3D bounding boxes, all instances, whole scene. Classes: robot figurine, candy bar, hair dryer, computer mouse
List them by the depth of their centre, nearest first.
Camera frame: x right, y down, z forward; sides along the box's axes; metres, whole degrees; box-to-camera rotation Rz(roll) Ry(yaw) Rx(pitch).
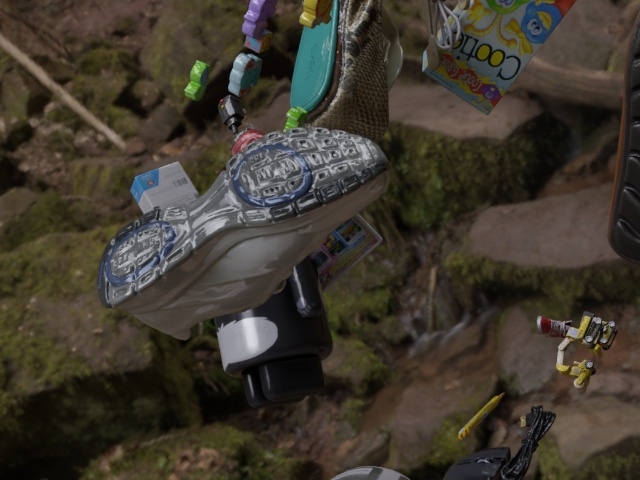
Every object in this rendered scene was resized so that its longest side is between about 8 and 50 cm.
[{"bbox_3d":[-0.074,0.107,1.240,0.209,0.278,0.173,-19,-19,17],"label":"robot figurine"},{"bbox_3d":[-0.042,-0.142,1.336,0.293,0.223,0.080,-106,34,-41],"label":"hair dryer"},{"bbox_3d":[0.285,0.357,1.364,0.184,0.060,0.262,-45,-6,-36],"label":"computer mouse"},{"bbox_3d":[0.329,0.358,1.667,0.161,0.018,0.040,-29,-20,-45],"label":"candy bar"}]

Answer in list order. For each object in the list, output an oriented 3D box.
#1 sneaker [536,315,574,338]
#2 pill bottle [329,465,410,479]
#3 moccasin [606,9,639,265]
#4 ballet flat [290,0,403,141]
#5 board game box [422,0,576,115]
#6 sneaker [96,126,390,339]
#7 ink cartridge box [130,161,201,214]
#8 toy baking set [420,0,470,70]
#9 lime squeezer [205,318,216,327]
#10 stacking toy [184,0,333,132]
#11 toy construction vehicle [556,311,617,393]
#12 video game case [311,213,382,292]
[{"bbox_3d":[0.525,0.194,1.811,0.067,0.042,0.118,-2,-15,31],"label":"sneaker"},{"bbox_3d":[0.050,0.340,0.902,0.161,0.161,0.283,-32,-13,4],"label":"pill bottle"},{"bbox_3d":[0.419,-0.156,0.905,0.139,0.380,0.147,12,22,35],"label":"moccasin"},{"bbox_3d":[0.049,-0.366,1.257,0.182,0.483,0.164,15,-24,-35],"label":"ballet flat"},{"bbox_3d":[0.310,-0.381,1.395,0.275,0.142,0.144,-55,9,26],"label":"board game box"},{"bbox_3d":[-0.064,-0.004,0.777,0.297,0.129,0.111,-27,48,13],"label":"sneaker"},{"bbox_3d":[-0.289,-0.057,1.628,0.104,0.180,0.060,-25,-13,-34],"label":"ink cartridge box"},{"bbox_3d":[0.193,-0.412,1.305,0.030,0.197,0.256,-3,-40,-23],"label":"toy baking set"},{"bbox_3d":[-0.187,0.104,1.395,0.059,0.310,0.110,-44,15,10],"label":"lime squeezer"},{"bbox_3d":[-0.082,-0.231,0.973,0.052,0.167,0.221,-41,-26,-49],"label":"stacking toy"},{"bbox_3d":[0.317,0.128,0.978,0.035,0.086,0.098,22,75,35],"label":"toy construction vehicle"},{"bbox_3d":[0.000,0.000,1.369,0.157,0.143,0.019,-42,13,12],"label":"video game case"}]
